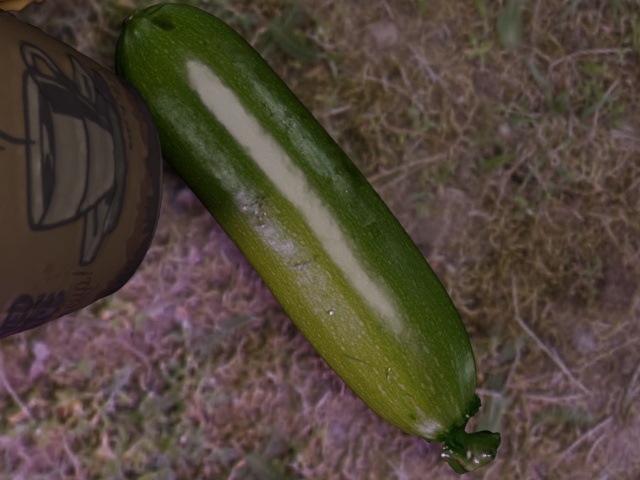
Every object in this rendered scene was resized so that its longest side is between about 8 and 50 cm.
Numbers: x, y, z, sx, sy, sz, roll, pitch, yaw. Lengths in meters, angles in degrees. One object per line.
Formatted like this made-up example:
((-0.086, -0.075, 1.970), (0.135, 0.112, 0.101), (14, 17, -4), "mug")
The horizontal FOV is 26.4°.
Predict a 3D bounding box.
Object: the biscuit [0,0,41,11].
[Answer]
((-0.117, -0.264, 0.714), (0.309, 0.040, 0.204), (-37, 131, 9), "biscuit")

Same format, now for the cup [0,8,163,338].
((-0.240, -0.001, 0.761), (0.257, 0.227, 0.301), (6, 123, -39), "cup")

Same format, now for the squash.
((0.000, 0.000, 0.894), (0.101, 0.101, 0.379), (-40, 99, -15), "squash")
